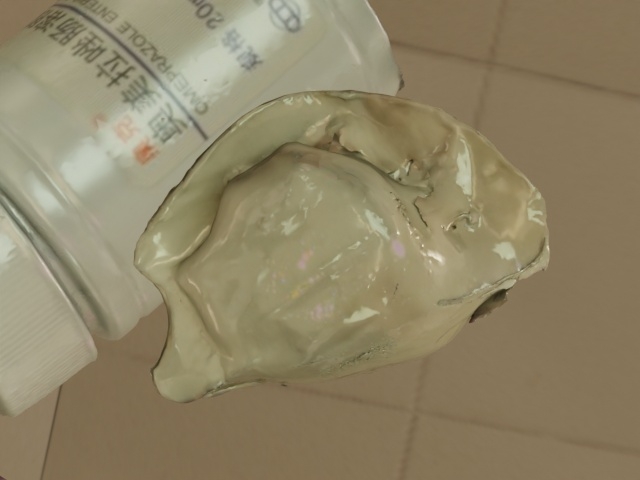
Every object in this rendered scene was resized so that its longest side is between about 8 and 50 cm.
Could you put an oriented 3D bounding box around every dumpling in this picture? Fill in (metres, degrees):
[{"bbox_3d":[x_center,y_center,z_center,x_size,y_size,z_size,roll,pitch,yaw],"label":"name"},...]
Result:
[{"bbox_3d":[0.000,0.000,0.826,0.199,0.118,0.136,-25,87,9],"label":"dumpling"}]

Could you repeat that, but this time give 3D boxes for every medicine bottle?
[{"bbox_3d":[-0.129,-0.060,1.157,0.332,0.190,0.190,-42,97,-15],"label":"medicine bottle"}]

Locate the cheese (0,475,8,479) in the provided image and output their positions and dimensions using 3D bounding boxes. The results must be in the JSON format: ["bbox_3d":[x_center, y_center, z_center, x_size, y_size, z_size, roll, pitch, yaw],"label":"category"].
[{"bbox_3d":[-0.127,0.187,0.800,0.062,0.155,0.244,-11,113,20],"label":"cheese"}]
